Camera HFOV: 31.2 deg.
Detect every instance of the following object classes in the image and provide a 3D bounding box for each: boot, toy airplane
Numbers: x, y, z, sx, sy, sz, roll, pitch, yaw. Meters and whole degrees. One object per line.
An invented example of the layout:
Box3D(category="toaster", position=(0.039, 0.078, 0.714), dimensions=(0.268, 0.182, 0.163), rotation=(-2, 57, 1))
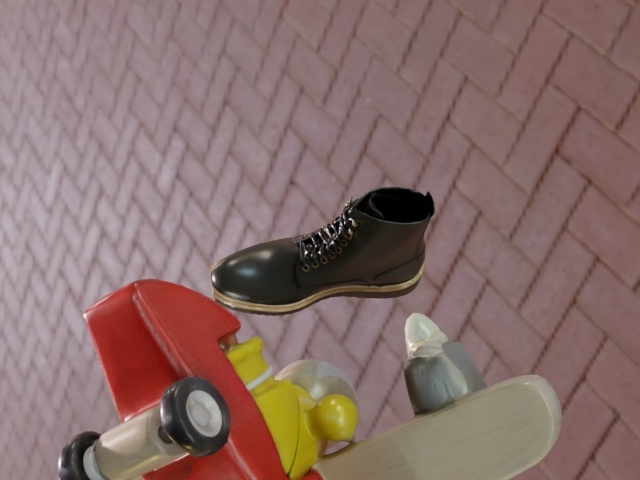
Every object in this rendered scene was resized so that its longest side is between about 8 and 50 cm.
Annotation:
Box3D(category="boot", position=(0.000, 0.000, 1.013), dimensions=(0.137, 0.198, 0.076), rotation=(98, 160, -61))
Box3D(category="toy airplane", position=(-0.014, 0.216, 0.990), dimensions=(0.386, 0.272, 0.384), rotation=(13, 123, 10))
